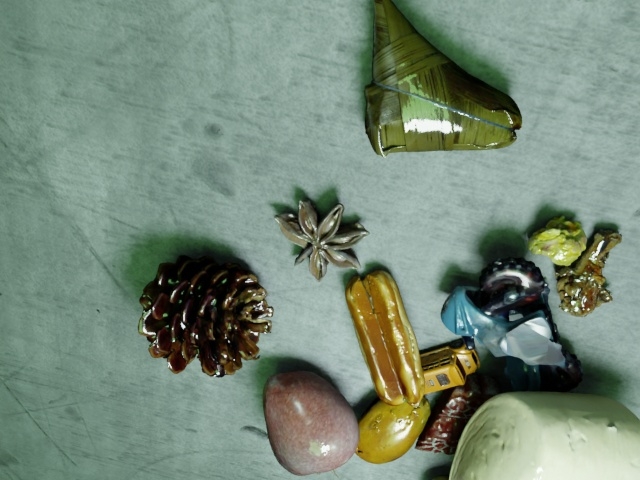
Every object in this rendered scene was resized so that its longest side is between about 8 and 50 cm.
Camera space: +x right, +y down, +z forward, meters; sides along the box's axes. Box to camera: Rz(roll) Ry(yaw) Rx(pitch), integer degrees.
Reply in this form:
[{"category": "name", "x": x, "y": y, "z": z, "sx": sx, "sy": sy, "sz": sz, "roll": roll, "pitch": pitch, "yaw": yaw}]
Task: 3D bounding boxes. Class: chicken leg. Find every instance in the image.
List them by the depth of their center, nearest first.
[{"category": "chicken leg", "x": 0.567, "y": 0.070, "z": 1.096, "sx": 0.125, "sy": 0.080, "sz": 0.196, "roll": -5, "pitch": 109, "yaw": 1}]

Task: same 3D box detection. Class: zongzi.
[{"category": "zongzi", "x": 0.217, "y": -0.308, "z": 0.922, "sx": 0.286, "sy": 0.138, "sz": 0.300, "roll": -1, "pitch": 115, "yaw": 8}]

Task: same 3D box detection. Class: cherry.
[{"category": "cherry", "x": -0.033, "y": 0.465, "z": 1.311, "sx": 0.307, "sy": 0.221, "sz": 0.261, "roll": 55, "pitch": 143, "yaw": 7}]

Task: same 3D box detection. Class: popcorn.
[{"category": "popcorn", "x": 0.493, "y": 0.003, "z": 1.057, "sx": 0.109, "sy": 0.097, "sz": 0.089, "roll": 6, "pitch": 122, "yaw": -9}]

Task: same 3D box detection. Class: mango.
[{"category": "mango", "x": 0.185, "y": 0.489, "z": 1.347, "sx": 0.156, "sy": 0.151, "sz": 0.248, "roll": 24, "pitch": 115, "yaw": -44}]

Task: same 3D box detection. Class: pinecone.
[{"category": "pinecone", "x": -0.256, "y": 0.186, "z": 1.196, "sx": 0.296, "sy": 0.242, "sz": 0.298, "roll": -3, "pitch": 111, "yaw": 14}]

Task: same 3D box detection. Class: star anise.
[{"category": "star anise", "x": 0.013, "y": -0.007, "z": 1.146, "sx": 0.197, "sy": 0.073, "sz": 0.212, "roll": -10, "pitch": 118, "yaw": 18}]

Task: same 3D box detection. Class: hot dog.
[{"category": "hot dog", "x": 0.158, "y": 0.235, "z": 1.200, "sx": 0.135, "sy": 0.100, "sz": 0.337, "roll": -19, "pitch": 91, "yaw": 19}]

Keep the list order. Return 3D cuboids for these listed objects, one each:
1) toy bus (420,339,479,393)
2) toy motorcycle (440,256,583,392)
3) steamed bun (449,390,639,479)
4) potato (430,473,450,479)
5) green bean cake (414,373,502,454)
[{"category": "toy bus", "x": 0.290, "y": 0.319, "z": 1.258, "sx": 0.195, "sy": 0.088, "sz": 0.083, "roll": -23, "pitch": 110, "yaw": 20}, {"category": "toy motorcycle", "x": 0.423, "y": 0.208, "z": 1.151, "sx": 0.232, "sy": 0.172, "sz": 0.416, "roll": -21, "pitch": 121, "yaw": 26}, {"category": "steamed bun", "x": 0.481, "y": 0.547, "z": 1.151, "sx": 0.371, "sy": 0.290, "sz": 0.455, "roll": 9, "pitch": 99, "yaw": -17}, {"category": "potato", "x": 0.428, "y": 0.754, "z": 1.408, "sx": 0.308, "sy": 0.173, "sz": 0.210, "roll": 23, "pitch": 155, "yaw": 1}, {"category": "green bean cake", "x": 0.356, "y": 0.447, "z": 1.309, "sx": 0.199, "sy": 0.097, "sz": 0.232, "roll": 7, "pitch": 118, "yaw": 5}]
